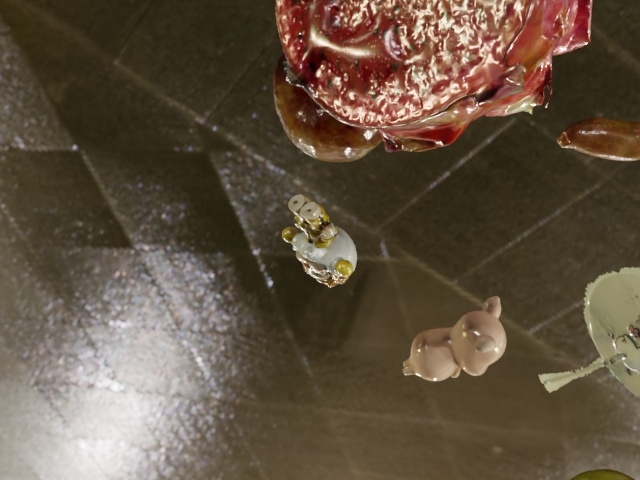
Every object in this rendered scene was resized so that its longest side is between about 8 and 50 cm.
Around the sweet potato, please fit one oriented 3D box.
[{"bbox_3d":[0.387,-0.124,1.281,0.194,0.056,0.056,-3,138,9],"label":"sweet potato"}]

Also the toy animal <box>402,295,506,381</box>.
[{"bbox_3d":[0.172,0.136,1.335,0.150,0.083,0.089,-29,149,19],"label":"toy animal"}]

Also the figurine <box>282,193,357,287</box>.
[{"bbox_3d":[-0.004,-0.003,1.238,0.101,0.068,0.143,18,152,54],"label":"figurine"}]

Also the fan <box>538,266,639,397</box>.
[{"bbox_3d":[0.440,0.177,1.577,0.233,0.012,0.415,57,153,9],"label":"fan"}]

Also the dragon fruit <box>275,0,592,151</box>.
[{"bbox_3d":[0.145,-0.282,1.174,0.249,0.386,0.371,7,137,-48],"label":"dragon fruit"}]

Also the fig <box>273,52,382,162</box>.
[{"bbox_3d":[0.005,-0.196,1.490,0.190,0.191,0.290,34,168,-16],"label":"fig"}]

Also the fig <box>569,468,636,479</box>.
[{"bbox_3d":[0.344,0.352,1.248,0.142,0.148,0.186,30,161,36],"label":"fig"}]
